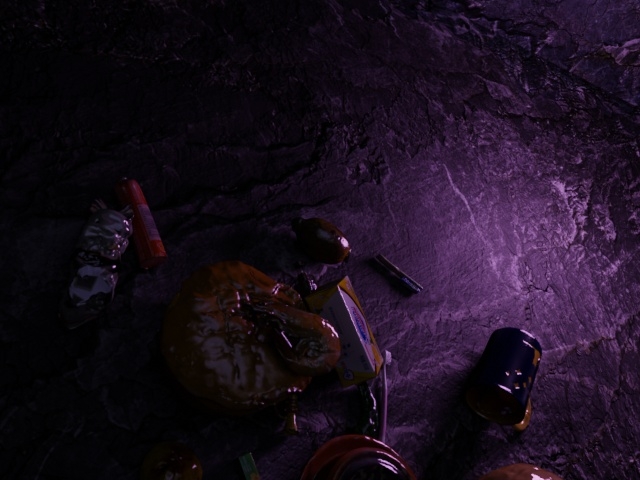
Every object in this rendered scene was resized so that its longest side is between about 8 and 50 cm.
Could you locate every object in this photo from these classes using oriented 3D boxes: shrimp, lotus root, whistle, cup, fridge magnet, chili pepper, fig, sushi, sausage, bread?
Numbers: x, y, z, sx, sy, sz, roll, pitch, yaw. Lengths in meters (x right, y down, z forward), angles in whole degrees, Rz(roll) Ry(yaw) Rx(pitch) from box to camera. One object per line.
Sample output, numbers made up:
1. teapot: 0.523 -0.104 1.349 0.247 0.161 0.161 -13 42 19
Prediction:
1. shrimp: -0.070 0.228 1.507 0.287 0.063 0.152 26 66 -24
2. lotus root: 0.000 0.000 1.893 0.210 0.120 0.120 33 52 -11
3. whistle: -0.085 0.443 1.646 0.046 0.057 0.109 59 21 -48
4. cup: 0.561 0.430 1.950 0.179 0.254 0.256 14 43 26
5. fridge magnet: 0.107 0.648 1.543 0.364 0.155 0.363 14 56 -21
6. chili pepper: 0.122 0.459 1.732 0.073 0.050 0.182 14 54 -13
7. fig: -0.330 0.517 1.406 0.136 0.120 0.152 24 54 -8
8. sushi: -0.543 0.055 1.558 0.124 0.130 0.331 17 56 -19
9. sausage: -0.483 -0.059 1.696 0.074 0.074 0.274 -14 70 -34
10. bread: -0.204 0.252 1.576 0.399 0.215 0.397 14 57 -23

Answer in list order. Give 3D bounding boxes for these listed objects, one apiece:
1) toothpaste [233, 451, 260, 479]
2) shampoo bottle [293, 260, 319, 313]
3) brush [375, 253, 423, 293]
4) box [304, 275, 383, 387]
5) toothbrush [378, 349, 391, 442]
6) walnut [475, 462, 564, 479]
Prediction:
1. toothpaste: -0.155 0.591 1.508 0.037 0.043 0.178 -11 68 -36
2. shampoo bottle: -0.028 0.167 1.812 0.067 0.068 0.236 -22 69 9
3. brush: 0.244 0.108 2.018 0.179 0.033 0.030 38 66 -3
4. box: 0.067 0.240 1.712 0.265 0.097 0.168 67 13 1
5. toothbrush: 0.179 0.440 1.793 0.025 0.020 0.286 24 53 -23
6. walnut: 0.515 0.753 1.610 0.384 0.383 0.383 13 57 -21
